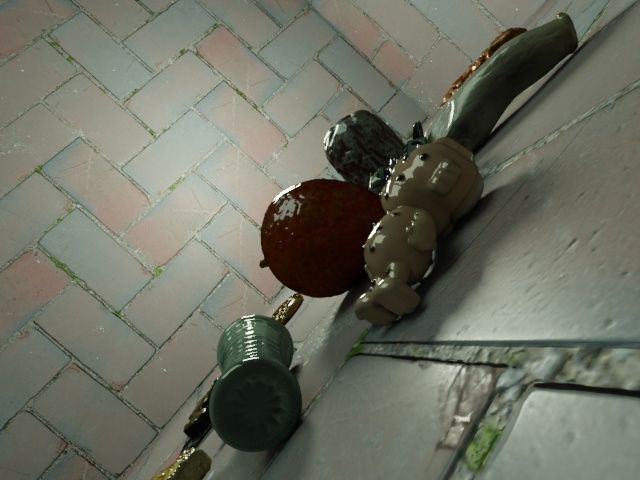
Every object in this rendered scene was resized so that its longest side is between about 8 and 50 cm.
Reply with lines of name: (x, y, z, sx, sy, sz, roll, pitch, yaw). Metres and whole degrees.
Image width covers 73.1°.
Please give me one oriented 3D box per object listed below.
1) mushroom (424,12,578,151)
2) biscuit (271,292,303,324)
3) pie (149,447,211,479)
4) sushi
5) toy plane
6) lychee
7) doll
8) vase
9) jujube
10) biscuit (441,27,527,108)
mushroom: (0.329, -0.280, 0.834, 0.351, 0.109, 0.097, -47, 4, 27)
biscuit: (-0.140, 0.263, 1.470, 0.226, 0.042, 0.226, -47, 3, 3)
pie: (-0.232, 0.388, 0.600, 0.179, 0.084, 0.205, -47, 1, 7)
sushi: (-0.307, 0.447, 1.190, 0.320, 0.068, 0.339, -49, 2, -10)
toy plane: (0.183, -0.161, 0.804, 0.192, 0.088, 0.262, -10, 52, 19)
lychee: (0.000, 0.000, 0.869, 0.300, 0.255, 0.255, -43, 5, 34)
doll: (0.119, -0.015, 0.568, 0.278, 0.119, 0.154, -61, 7, -28)
vase: (-0.097, 0.204, 0.657, 0.143, 0.143, 0.299, -49, 6, -7)
jujube: (0.162, -0.273, 1.422, 0.226, 0.317, 0.226, -42, 9, 8)
biscuit: (0.522, -0.532, 1.407, 0.312, 0.110, 0.318, -49, 2, 16)
